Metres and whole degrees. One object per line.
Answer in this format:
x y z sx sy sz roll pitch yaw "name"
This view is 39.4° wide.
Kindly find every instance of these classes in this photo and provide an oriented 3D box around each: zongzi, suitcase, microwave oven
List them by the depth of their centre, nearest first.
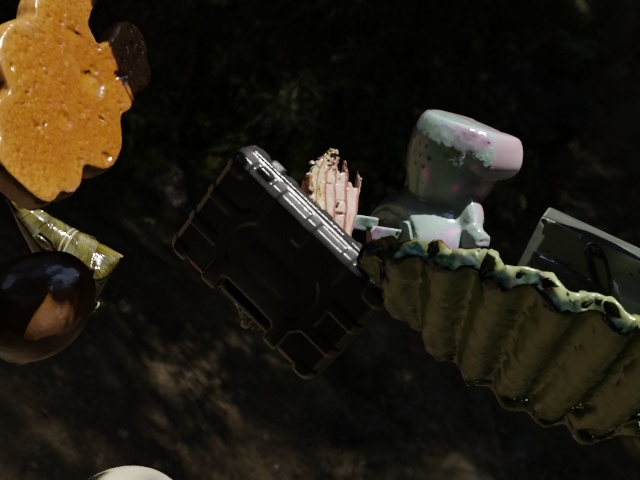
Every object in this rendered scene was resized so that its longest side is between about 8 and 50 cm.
-0.053 0.032 1.217 0.285 0.206 0.066 44 33 6 "suitcase"
0.520 0.145 1.484 0.432 0.236 0.374 27 11 13 "microwave oven"
-0.538 0.044 1.789 0.241 0.247 0.111 36 49 -1 "zongzi"

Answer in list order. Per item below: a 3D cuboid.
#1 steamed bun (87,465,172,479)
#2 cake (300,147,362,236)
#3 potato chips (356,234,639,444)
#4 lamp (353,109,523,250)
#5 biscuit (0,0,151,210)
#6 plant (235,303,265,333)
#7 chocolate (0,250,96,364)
-0.234 0.362 1.098 0.177 0.130 0.228 32 15 -1 "steamed bun"
-0.006 -0.002 1.391 0.098 0.287 0.135 18 -16 -20 "cake"
0.194 0.098 0.944 0.359 0.070 0.429 30 -15 13 "potato chips"
0.178 -0.057 1.472 0.248 0.301 0.247 6 19 -38 "lamp"
-0.302 -0.178 1.036 0.202 0.047 0.333 49 37 -38 "biscuit"
-0.100 0.124 1.707 0.105 0.116 0.122 14 2 -40 "plant"
-0.399 0.084 1.253 0.177 0.177 0.177 43 10 -9 "chocolate"
